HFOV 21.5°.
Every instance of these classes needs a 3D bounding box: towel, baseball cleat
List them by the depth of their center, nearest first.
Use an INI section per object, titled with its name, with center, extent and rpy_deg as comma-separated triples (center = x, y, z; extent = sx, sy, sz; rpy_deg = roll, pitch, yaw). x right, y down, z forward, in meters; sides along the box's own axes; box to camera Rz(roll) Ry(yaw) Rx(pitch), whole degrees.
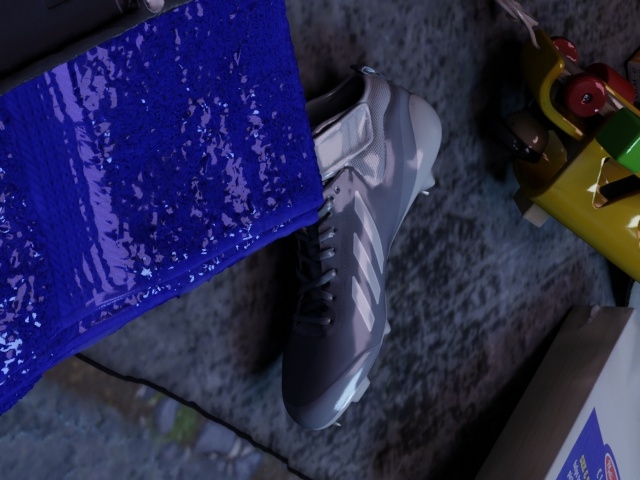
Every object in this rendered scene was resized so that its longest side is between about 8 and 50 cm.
[towel]
center = -0.118, -0.046, 0.781
extent = 0.308, 0.076, 0.228
rpy_deg = -34, 126, -42
[baseball cleat]
center = 0.000, 0.000, 0.965
extent = 0.109, 0.072, 0.206
rpy_deg = 28, 73, -37

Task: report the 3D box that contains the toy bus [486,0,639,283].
[toy bus]
center = 0.174, -0.054, 1.120
extent = 0.104, 0.202, 0.191
rpy_deg = -50, 152, 14

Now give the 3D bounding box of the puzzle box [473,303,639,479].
[puzzle box]
center = 0.205, 0.286, 1.250
extent = 0.272, 0.052, 0.409
rpy_deg = -51, 133, -45

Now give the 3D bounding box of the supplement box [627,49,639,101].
[supplement box]
center = 0.286, -0.125, 1.249
extent = 0.062, 0.098, 0.036
rpy_deg = -45, 136, -36

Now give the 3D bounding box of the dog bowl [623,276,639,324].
[dog bowl]
center = 0.445, 0.048, 1.270
extent = 0.150, 0.408, 0.408
rpy_deg = -63, 141, -32

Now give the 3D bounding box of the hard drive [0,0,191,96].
[hard drive]
center = -0.192, -0.148, 0.619
extent = 0.339, 0.064, 0.237
rpy_deg = -37, 109, -41
